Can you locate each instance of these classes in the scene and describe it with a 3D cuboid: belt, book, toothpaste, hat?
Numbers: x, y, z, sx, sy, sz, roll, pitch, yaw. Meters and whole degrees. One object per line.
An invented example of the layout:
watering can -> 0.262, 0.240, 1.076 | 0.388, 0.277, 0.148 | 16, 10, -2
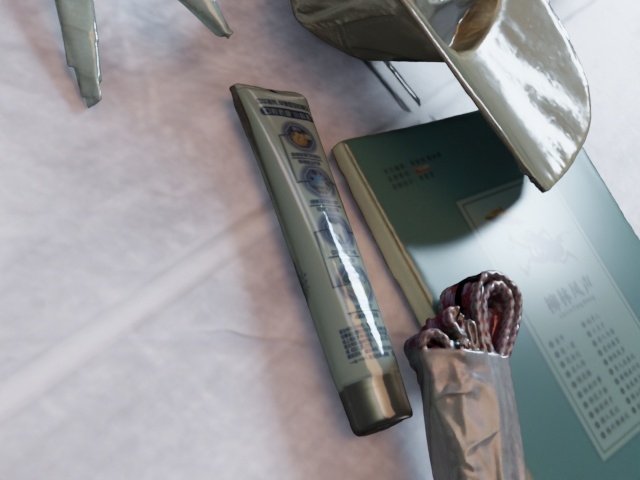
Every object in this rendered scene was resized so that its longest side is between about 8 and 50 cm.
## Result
belt -> 0.086, 0.130, 0.396 | 0.071, 0.053, 0.232 | 4, 68, -12
book -> 0.188, 0.063, 0.528 | 0.264, 0.031, 0.379 | -17, 75, -38
toothpaste -> 0.000, 0.000, 0.440 | 0.062, 0.039, 0.239 | -3, 65, -38
hat -> 0.086, -0.143, 0.538 | 0.214, 0.149, 0.245 | -35, 107, -47

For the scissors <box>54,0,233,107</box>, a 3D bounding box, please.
scissors -> -0.181, -0.268, 0.440 | 0.256, 0.029, 0.384 | -23, 86, -14
